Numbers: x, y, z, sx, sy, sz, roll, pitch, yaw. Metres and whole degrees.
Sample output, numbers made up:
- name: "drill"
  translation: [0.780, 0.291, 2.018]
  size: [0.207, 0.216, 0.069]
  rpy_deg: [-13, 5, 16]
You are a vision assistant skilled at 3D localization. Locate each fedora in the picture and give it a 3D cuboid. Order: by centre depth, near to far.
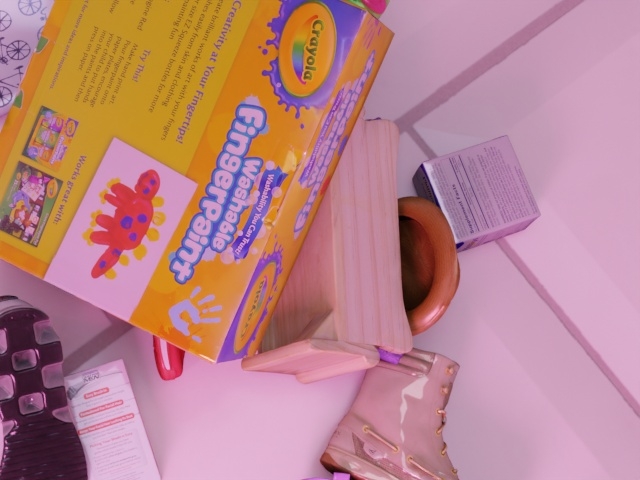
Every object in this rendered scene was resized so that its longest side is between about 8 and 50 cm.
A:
- name: "fedora"
  translation: [0.130, 0.038, 1.832]
  size: [0.079, 0.194, 0.194]
  rpy_deg: [14, 68, -46]

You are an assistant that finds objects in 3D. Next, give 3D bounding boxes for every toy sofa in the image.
- name: "toy sofa"
  translation: [0.000, 0.000, 1.797]
  size: [0.177, 0.150, 0.362]
  rpy_deg: [10, 70, -39]

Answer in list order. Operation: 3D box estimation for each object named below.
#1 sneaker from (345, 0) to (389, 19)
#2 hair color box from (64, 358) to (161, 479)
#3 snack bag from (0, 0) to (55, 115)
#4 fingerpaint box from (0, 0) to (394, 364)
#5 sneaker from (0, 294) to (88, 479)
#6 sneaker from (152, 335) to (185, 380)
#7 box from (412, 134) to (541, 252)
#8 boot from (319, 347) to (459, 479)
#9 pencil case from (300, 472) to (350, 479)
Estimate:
- name: "sneaker"
  translation: [-0.121, -0.249, 1.846]
  size: [0.483, 0.202, 0.185]
  rpy_deg: [-24, 93, 2]
- name: "hair color box"
  translation: [-0.272, 0.246, 1.736]
  size: [0.093, 0.053, 0.167]
  rpy_deg: [-17, 79, -12]
- name: "snack bag"
  translation: [-0.494, -0.323, 1.869]
  size: [0.323, 0.037, 0.342]
  rpy_deg: [-30, 81, -16]
- name: "fingerpaint box"
  translation: [-0.173, -0.129, 1.651]
  size: [0.371, 0.163, 0.444]
  rpy_deg: [24, 95, 14]
- name: "sneaker"
  translation: [-0.369, 0.226, 1.694]
  size: [0.122, 0.146, 0.330]
  rpy_deg: [-5, 102, -24]
- name: "sneaker"
  translation: [-0.157, 0.074, 1.788]
  size: [0.128, 0.087, 0.221]
  rpy_deg: [0, 75, -8]
- name: "box"
  translation: [0.216, -0.061, 1.895]
  size: [0.137, 0.072, 0.126]
  rpy_deg: [-18, 78, -15]
- name: "boot"
  translation: [0.155, 0.258, 1.783]
  size: [0.262, 0.095, 0.203]
  rpy_deg: [23, 71, 6]
- name: "pencil case"
  translation: [0.003, 0.402, 1.720]
  size: [0.086, 0.088, 0.206]
  rpy_deg: [6, 73, -10]
